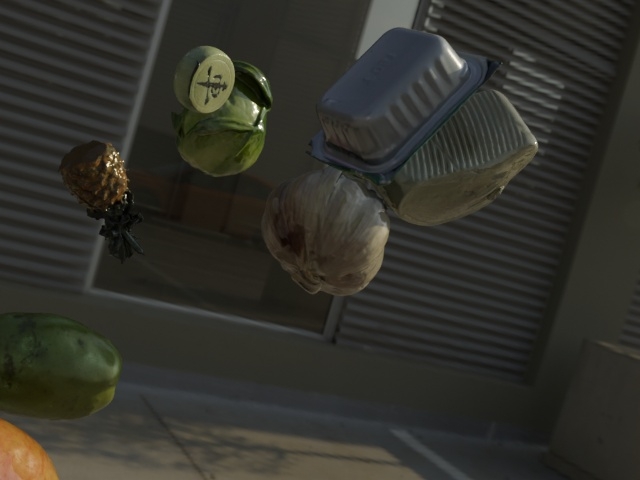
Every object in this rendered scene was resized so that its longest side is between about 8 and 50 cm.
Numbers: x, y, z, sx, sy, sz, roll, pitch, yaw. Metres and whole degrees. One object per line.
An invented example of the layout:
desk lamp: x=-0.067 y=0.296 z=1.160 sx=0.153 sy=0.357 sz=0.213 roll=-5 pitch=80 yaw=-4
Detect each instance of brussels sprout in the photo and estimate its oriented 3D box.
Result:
brussels sprout: x=-0.233 y=-0.285 z=1.928 sx=0.227 sy=0.259 sz=0.294 roll=20 pitch=-33 yaw=-12

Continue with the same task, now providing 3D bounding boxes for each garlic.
garlic: x=0.006 y=-0.010 z=1.856 sx=0.322 sy=0.322 sz=0.241 roll=18 pitch=29 yaw=41

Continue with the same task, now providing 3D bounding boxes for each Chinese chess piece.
Chinese chess piece: x=-0.144 y=-0.200 z=1.020 sx=0.034 sy=0.084 sz=0.084 roll=29 pitch=9 yaw=30

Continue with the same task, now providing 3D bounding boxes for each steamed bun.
steamed bun: x=0.301 y=-0.180 z=1.946 sx=0.236 sy=0.384 sz=0.247 roll=83 pitch=-18 yaw=-58

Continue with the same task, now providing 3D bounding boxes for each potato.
potato: x=-0.560 y=0.255 z=1.651 sx=0.304 sy=0.215 sz=0.216 roll=18 pitch=2 yaw=-6

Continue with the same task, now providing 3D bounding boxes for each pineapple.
pineapple: x=-0.430 y=-0.075 z=1.664 sx=0.128 sy=0.248 sz=0.128 roll=-13 pitch=32 yaw=9

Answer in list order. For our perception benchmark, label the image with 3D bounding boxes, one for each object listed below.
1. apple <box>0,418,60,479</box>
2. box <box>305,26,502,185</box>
apple: x=-0.606 y=0.454 z=1.356 sx=0.364 sy=0.364 sz=0.364 roll=16 pitch=2 yaw=-1
box: x=0.124 y=-0.274 z=1.513 sx=0.264 sy=0.336 sz=0.106 roll=30 pitch=-17 yaw=48
